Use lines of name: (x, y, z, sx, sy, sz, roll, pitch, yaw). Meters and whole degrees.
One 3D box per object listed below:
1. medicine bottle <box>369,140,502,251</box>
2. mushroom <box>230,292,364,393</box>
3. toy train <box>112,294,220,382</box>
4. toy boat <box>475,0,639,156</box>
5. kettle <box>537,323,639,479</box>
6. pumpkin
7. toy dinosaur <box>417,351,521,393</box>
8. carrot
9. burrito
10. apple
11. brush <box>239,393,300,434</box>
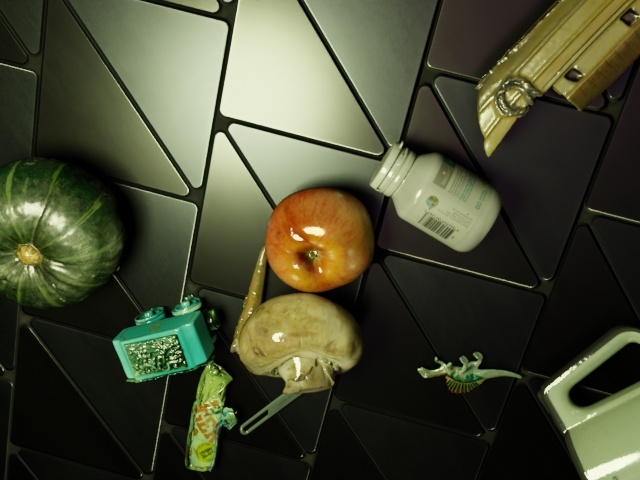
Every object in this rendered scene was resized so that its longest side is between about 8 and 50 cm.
medicine bottle: (0.202, -0.084, 1.178, 0.215, 0.135, 0.135, 31, 109, -3)
mushroom: (-0.045, 0.199, 1.258, 0.254, 0.255, 0.184, -11, 76, 11)
toy train: (-0.306, 0.200, 1.326, 0.203, 0.163, 0.112, -17, 104, 12)
toy boat: (0.423, -0.317, 1.083, 0.162, 0.136, 0.445, 43, 113, -3)
kettle: (0.642, 0.324, 1.222, 0.376, 0.250, 0.361, -33, 81, 19)
pumpkin: (-0.524, -0.014, 1.266, 0.300, 0.207, 0.300, -1, 119, -2)
toy dinosaur: (0.299, 0.277, 1.340, 0.187, 0.044, 0.106, 19, 124, -12)
carrot: (-0.137, 0.125, 1.342, 0.049, 0.049, 0.254, 15, 107, 2)
burrito: (-0.232, 0.396, 1.438, 0.104, 0.054, 0.288, 13, 109, 3)
apple: (0.000, 0.000, 1.218, 0.209, 0.164, 0.210, 3, 111, 8)
brush: (-0.081, 0.342, 1.420, 0.266, 0.027, 0.062, -40, 99, 21)
